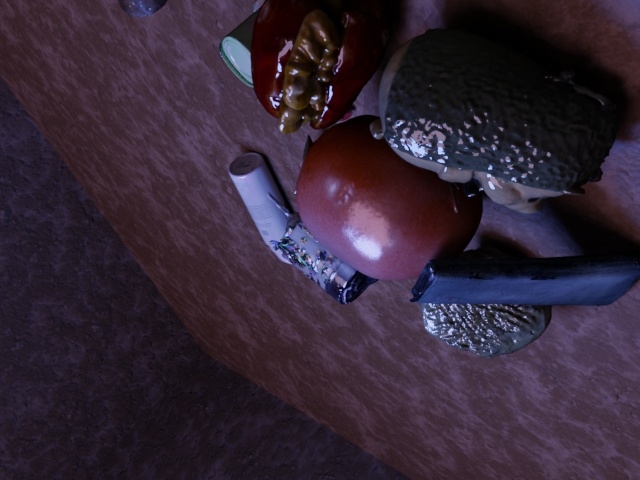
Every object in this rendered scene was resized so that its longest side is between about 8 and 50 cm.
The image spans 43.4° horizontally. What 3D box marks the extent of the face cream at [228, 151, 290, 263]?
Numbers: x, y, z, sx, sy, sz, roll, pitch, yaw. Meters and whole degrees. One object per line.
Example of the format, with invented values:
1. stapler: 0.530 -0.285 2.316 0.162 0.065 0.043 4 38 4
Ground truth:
1. face cream: -0.136 -0.077 2.154 0.102 0.102 0.345 23 150 39

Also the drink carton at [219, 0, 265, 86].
1. drink carton: -0.102 -0.375 1.516 0.146 0.142 0.144 50 156 -11

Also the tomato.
1. tomato: 0.126 -0.061 1.439 0.341 0.272 0.341 27 -161 -10

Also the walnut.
1. walnut: -0.011 -0.295 1.343 0.222 0.244 0.269 12 137 -5

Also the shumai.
1. shumai: 0.347 0.111 1.667 0.261 0.222 0.225 -8 102 25

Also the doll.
1. doll: 0.252 -0.173 1.193 0.350 0.247 0.247 18 150 17

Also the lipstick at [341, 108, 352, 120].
1. lipstick: -0.008 -0.271 1.660 0.186 0.057 0.063 18 147 40

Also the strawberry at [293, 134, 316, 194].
1. strawberry: 0.064 -0.132 1.744 0.228 0.098 0.174 22 136 17

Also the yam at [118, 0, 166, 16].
1. yam: -0.388 -0.594 1.628 0.131 0.131 0.279 35 157 18

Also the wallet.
1. wallet: 0.353 0.073 1.383 0.379 0.046 0.190 -2 157 -5

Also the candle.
1. candle: 0.000 0.000 1.962 0.330 0.187 0.187 38 157 15
